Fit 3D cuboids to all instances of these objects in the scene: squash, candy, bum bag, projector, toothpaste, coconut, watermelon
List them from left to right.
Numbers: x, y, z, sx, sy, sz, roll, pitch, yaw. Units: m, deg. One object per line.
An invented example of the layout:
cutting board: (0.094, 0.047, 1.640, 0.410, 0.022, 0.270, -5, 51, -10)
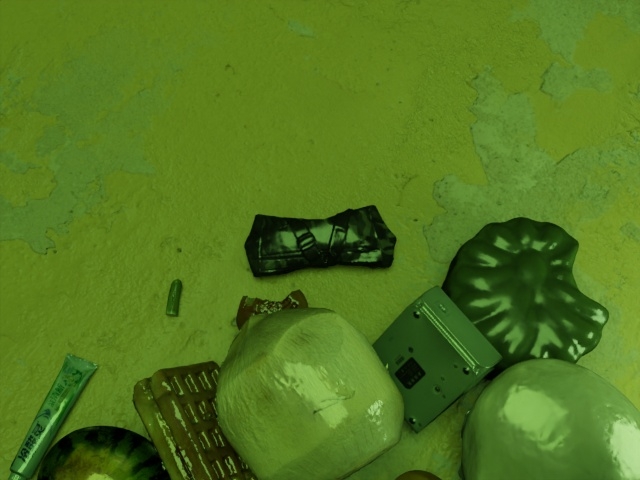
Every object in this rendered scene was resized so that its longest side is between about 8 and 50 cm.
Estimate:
toothpaste: (-0.568, 0.380, 1.752, 0.075, 0.048, 0.297, 20, 67, 10)
watermelon: (-0.413, 0.484, 1.607, 0.269, 0.269, 0.269, 0, 70, -1)
squash: (-0.322, 0.125, 1.853, 0.027, 0.027, 0.083, 4, 69, 1)
coconut: (-0.030, 0.298, 1.630, 0.346, 0.346, 0.360, -30, 74, -11)
bum bag: (0.000, 0.000, 1.869, 0.340, 0.095, 0.144, -4, 85, -1)
projector: (0.215, 0.245, 1.699, 0.198, 0.250, 0.108, 49, 39, 14)
candy: (0.460, 0.430, 1.619, 0.386, 0.186, 0.427, -33, 95, -6)

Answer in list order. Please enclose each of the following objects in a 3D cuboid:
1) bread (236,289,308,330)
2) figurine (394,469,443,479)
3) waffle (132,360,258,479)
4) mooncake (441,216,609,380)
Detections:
bread: (-0.101, 0.177, 1.806, 0.156, 0.086, 0.125, -5, 72, -2)
figurine: (0.161, 0.549, 1.605, 0.215, 0.228, 0.215, 3, 62, -6)
waffle: (-0.221, 0.403, 1.655, 0.098, 0.224, 0.327, -38, 71, 21)
mooncake: (0.418, 0.127, 1.780, 0.351, 0.187, 0.351, 0, 73, -1)
